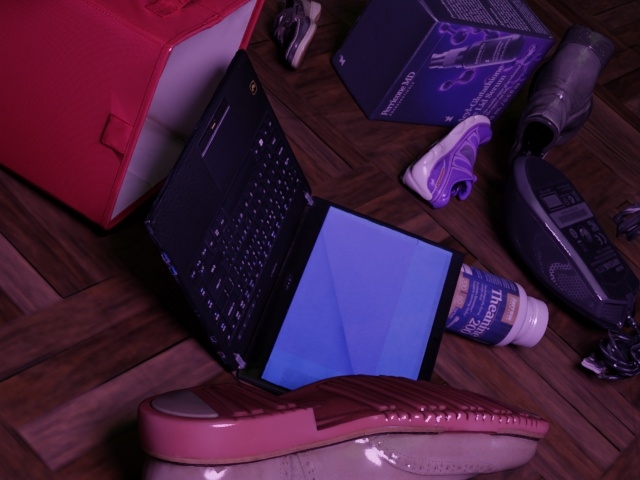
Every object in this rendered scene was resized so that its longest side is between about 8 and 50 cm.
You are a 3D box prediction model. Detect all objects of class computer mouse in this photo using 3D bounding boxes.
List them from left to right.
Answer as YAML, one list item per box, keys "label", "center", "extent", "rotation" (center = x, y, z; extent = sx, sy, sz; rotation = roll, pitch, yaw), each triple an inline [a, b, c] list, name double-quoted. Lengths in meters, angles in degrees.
- label: "computer mouse"
  center: [0.271, 0.034, 1.360]
  extent: [0.188, 0.072, 0.272]
  rotation: [-9, 64, -52]

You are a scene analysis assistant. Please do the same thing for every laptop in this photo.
- label: "laptop"
  center: [0.000, 0.000, 1.065]
  extent: [0.264, 0.137, 0.234]
  rotation: [64, 31, -35]

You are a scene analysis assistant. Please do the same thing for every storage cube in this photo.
- label: "storage cube"
  center: [-0.192, -0.159, 1.083]
  extent: [0.193, 0.215, 0.183]
  rotation: [32, 34, 8]

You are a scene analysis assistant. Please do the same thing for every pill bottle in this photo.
- label: "pill bottle"
  center: [0.157, 0.064, 1.221]
  extent: [0.120, 0.067, 0.067]
  rotation: [19, 37, -20]

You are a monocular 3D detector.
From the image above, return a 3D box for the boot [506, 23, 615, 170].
- label: "boot"
  center: [0.262, -0.138, 1.500]
  extent: [0.083, 0.246, 0.161]
  rotation: [30, 72, 10]

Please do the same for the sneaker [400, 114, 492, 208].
- label: "sneaker"
  center: [0.149, -0.084, 1.417]
  extent: [0.071, 0.068, 0.170]
  rotation: [51, 43, -3]

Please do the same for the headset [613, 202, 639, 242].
- label: "headset"
  center: [0.437, 0.126, 1.305]
  extent: [0.243, 0.185, 0.394]
  rotation: [-8, 77, -45]

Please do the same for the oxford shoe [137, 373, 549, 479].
- label: "oxford shoe"
  center: [0.021, 0.173, 0.942]
  extent: [0.348, 0.130, 0.123]
  rotation: [2, 5, -30]

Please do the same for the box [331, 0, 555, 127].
- label: "box"
  center: [0.144, -0.224, 1.487]
  extent: [0.207, 0.153, 0.108]
  rotation: [-1, 48, -39]

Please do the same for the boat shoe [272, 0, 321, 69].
- label: "boat shoe"
  center: [-0.032, -0.242, 1.454]
  extent: [0.049, 0.056, 0.152]
  rotation: [23, 26, -8]
